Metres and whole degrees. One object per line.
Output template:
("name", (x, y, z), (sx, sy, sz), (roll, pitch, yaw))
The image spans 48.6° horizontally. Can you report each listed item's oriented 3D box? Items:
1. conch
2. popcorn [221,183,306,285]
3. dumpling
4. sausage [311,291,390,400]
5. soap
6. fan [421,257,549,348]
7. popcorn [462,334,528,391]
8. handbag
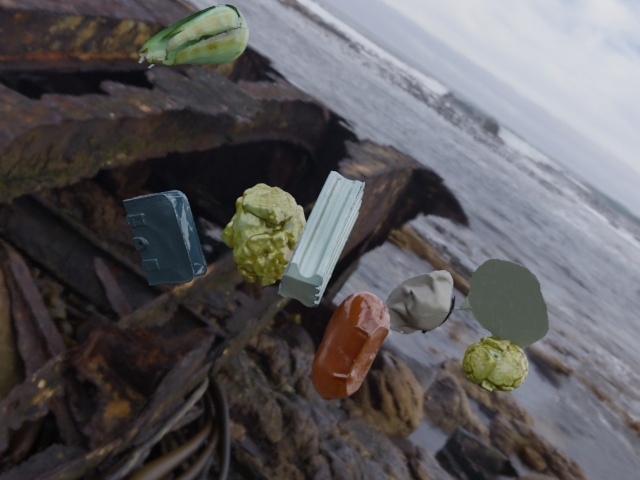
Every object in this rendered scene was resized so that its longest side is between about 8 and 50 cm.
("conch", (-0.164, -0.276, 0.980), (0.105, 0.170, 0.079), (4, -61, 54))
("popcorn", (-0.138, -0.017, 1.761), (0.194, 0.256, 0.255), (5, -14, -20))
("dumpling", (0.333, 0.221, 2.345), (0.204, 0.293, 0.163), (-8, 49, -51))
("sausage", (0.064, 0.236, 1.590), (0.133, 0.259, 0.133), (23, 10, -4))
("soap", (0.000, 0.000, 1.475), (0.094, 0.262, 0.150), (22, -27, 7))
("fan", (0.312, 0.131, 1.399), (0.010, 0.310, 0.182), (-19, 93, -39))
("popcorn", (0.328, 0.227, 1.333), (0.116, 0.106, 0.120), (-18, 22, -41))
("handbag", (-0.390, -0.003, 1.751), (0.179, 0.229, 0.062), (-6, 15, 26))
